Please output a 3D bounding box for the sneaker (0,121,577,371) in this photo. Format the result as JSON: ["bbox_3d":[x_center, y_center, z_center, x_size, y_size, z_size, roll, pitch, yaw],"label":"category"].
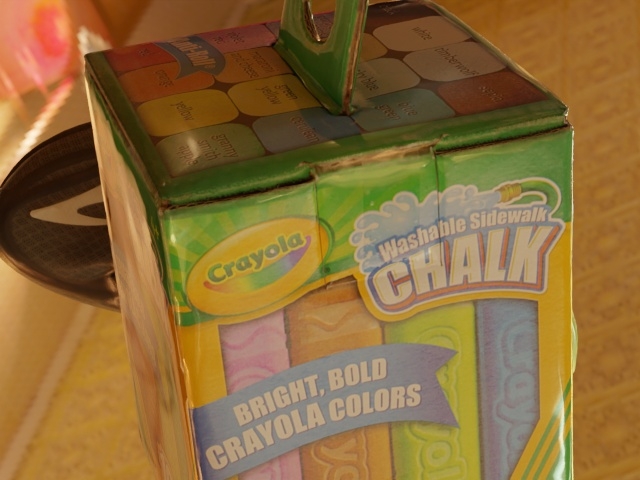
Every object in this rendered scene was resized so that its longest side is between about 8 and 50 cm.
[{"bbox_3d":[-0.053,0.019,1.099,0.482,0.185,0.202,15,-168,23],"label":"sneaker"}]

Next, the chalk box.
[{"bbox_3d":[0.000,0.000,0.501,0.132,0.213,0.132,-12,-153,-12],"label":"chalk box"}]
